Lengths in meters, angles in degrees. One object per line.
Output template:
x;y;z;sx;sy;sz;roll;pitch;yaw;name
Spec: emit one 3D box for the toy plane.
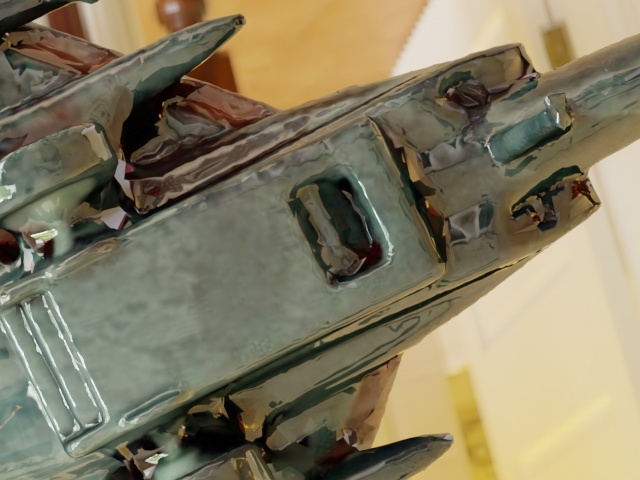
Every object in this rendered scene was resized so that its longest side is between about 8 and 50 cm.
-0.001;0.000;0.505;0.326;0.223;0.104;-26;178;8;toy plane
